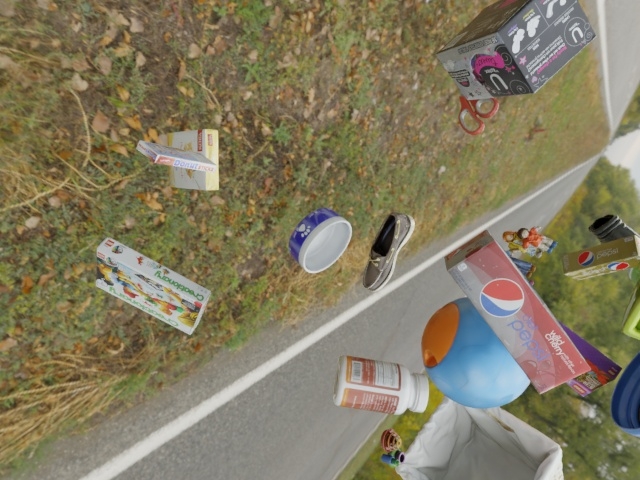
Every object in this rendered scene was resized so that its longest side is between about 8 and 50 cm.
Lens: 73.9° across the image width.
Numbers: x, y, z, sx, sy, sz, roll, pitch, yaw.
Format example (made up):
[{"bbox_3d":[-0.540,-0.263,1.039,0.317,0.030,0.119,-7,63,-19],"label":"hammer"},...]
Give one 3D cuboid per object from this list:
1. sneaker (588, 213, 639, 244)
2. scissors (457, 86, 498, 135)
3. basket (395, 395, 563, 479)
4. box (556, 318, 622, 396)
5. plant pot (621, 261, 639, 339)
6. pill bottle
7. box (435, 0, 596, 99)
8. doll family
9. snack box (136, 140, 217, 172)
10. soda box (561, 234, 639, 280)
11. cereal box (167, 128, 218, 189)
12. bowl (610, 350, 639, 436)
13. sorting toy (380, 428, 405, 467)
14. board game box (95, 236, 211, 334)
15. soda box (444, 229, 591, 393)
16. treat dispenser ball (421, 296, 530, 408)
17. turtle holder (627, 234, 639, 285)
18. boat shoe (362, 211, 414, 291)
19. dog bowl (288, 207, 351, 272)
[{"bbox_3d":[0.969,-0.011,1.423,0.105,0.147,0.296,-40,163,11],"label":"sneaker"},{"bbox_3d":[0.398,-0.414,1.207,0.021,0.297,0.109,13,131,-36],"label":"scissors"},{"bbox_3d":[0.462,0.663,1.217,0.331,0.328,0.266,-47,131,-17],"label":"basket"},{"bbox_3d":[0.809,0.374,1.433,0.057,0.293,0.201,-38,152,-20],"label":"box"},{"bbox_3d":[0.689,0.061,0.729,0.207,0.227,0.228,-52,150,-36],"label":"plant pot"},{"bbox_3d":[0.145,0.356,1.041,0.121,0.216,0.121,-170,-90,-89],"label":"pill bottle"},{"bbox_3d":[0.381,-0.393,0.868,0.163,0.142,0.247,-43,-163,2],"label":"box"},{"bbox_3d":[0.701,0.058,1.536,0.118,0.163,0.262,-91,-156,-79],"label":"doll family"},{"bbox_3d":[-0.308,-0.182,0.934,0.022,0.064,0.178,-59,158,16],"label":"snack box"},{"bbox_3d":[0.720,0.048,1.084,0.181,0.061,0.058,-30,-136,53],"label":"soda box"},{"bbox_3d":[-0.387,-0.242,1.284,0.047,0.240,0.172,-7,102,-43],"label":"cereal box"},{"bbox_3d":[0.978,0.387,1.179,0.391,0.077,0.391,-47,162,-20],"label":"bowl"},{"bbox_3d":[0.166,0.465,0.936,0.061,0.042,0.102,-43,117,-40],"label":"sorting toy"},{"bbox_3d":[-0.465,0.132,1.172,0.193,0.305,0.053,-57,-174,46],"label":"board game box"},{"bbox_3d":[0.321,0.115,0.709,0.092,0.263,0.083,-36,-176,18],"label":"soda box"},{"bbox_3d":[0.416,0.295,1.136,0.288,0.288,0.288,-43,152,-30],"label":"treat dispenser ball"},{"bbox_3d":[1.368,0.080,1.745,0.320,0.227,0.243,13,139,-28],"label":"turtle holder"},{"bbox_3d":[0.230,0.044,1.577,0.097,0.116,0.324,12,112,-39],"label":"boat shoe"},{"bbox_3d":[0.000,0.000,1.753,0.265,0.104,0.264,-32,146,-25],"label":"dog bowl"}]
